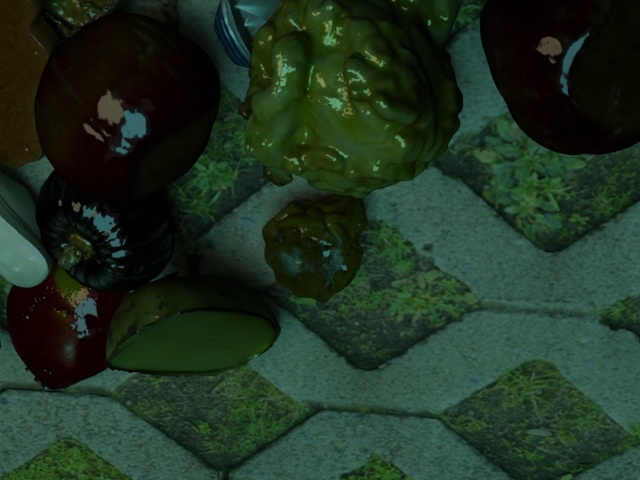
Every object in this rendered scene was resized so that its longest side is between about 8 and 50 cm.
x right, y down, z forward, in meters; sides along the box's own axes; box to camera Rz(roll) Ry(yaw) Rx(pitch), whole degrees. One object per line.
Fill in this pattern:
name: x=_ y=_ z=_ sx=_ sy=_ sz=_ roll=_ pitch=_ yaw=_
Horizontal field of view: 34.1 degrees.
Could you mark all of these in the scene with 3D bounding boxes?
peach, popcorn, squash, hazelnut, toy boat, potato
peach: x=-0.387 y=0.143 z=1.552 sx=0.189 sy=0.068 sz=0.279 roll=22 pitch=122 yaw=-2
popcorn: x=0.033 y=-0.182 z=1.182 sx=0.237 sy=0.293 sz=0.293 roll=0 pitch=122 yaw=29
squash: x=-0.286 y=-0.022 z=1.386 sx=0.193 sy=0.156 sz=0.193 roll=5 pitch=103 yaw=23
hazelnut: x=-0.237 y=-0.161 z=1.252 sx=0.229 sy=0.229 sz=0.229 roll=4 pitch=122 yaw=7
hazelnut: x=0.290 y=-0.210 z=1.160 sx=0.218 sy=0.218 sz=0.234 roll=-23 pitch=121 yaw=21
toy boat: x=-0.068 y=-0.273 z=1.264 sx=0.105 sy=0.034 sz=0.149 roll=37 pitch=120 yaw=-16
potato: x=-0.175 y=0.101 z=1.423 sx=0.271 sy=0.111 sz=0.160 roll=11 pitch=133 yaw=-49

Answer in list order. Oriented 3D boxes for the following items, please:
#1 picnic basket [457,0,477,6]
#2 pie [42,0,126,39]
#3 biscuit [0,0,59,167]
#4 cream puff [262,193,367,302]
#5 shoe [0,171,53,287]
picnic basket: x=0.176 y=-0.361 z=1.018 sx=0.154 sy=0.134 sz=0.196 roll=-23 pitch=140 yaw=-15
pie: x=-0.343 y=-0.364 z=1.244 sx=0.274 sy=0.055 sz=0.274 roll=7 pitch=123 yaw=11
biscuit: x=-0.418 y=-0.235 z=1.307 sx=0.202 sy=0.047 sz=0.334 roll=22 pitch=137 yaw=-1
cream puff: x=0.000 y=0.000 z=1.383 sx=0.146 sy=0.116 sz=0.146 roll=22 pitch=136 yaw=23
shoe: x=-0.456 y=-0.058 z=1.413 sx=0.095 sy=0.110 sz=0.265 roll=-29 pitch=109 yaw=16
